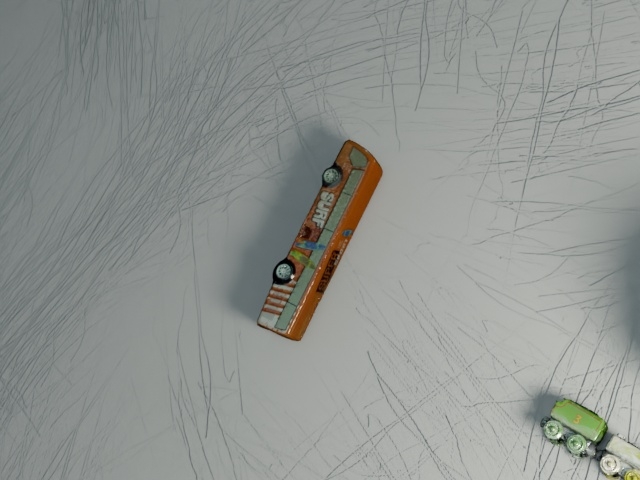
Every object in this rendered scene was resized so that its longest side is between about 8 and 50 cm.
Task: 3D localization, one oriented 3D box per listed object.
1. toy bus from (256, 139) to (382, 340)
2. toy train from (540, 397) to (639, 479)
[{"bbox_3d":[0.000,0.000,1.756,0.092,0.093,0.409,24,84,22],"label":"toy bus"},{"bbox_3d":[0.455,0.331,1.440,0.202,0.060,0.081,30,81,29],"label":"toy train"}]
